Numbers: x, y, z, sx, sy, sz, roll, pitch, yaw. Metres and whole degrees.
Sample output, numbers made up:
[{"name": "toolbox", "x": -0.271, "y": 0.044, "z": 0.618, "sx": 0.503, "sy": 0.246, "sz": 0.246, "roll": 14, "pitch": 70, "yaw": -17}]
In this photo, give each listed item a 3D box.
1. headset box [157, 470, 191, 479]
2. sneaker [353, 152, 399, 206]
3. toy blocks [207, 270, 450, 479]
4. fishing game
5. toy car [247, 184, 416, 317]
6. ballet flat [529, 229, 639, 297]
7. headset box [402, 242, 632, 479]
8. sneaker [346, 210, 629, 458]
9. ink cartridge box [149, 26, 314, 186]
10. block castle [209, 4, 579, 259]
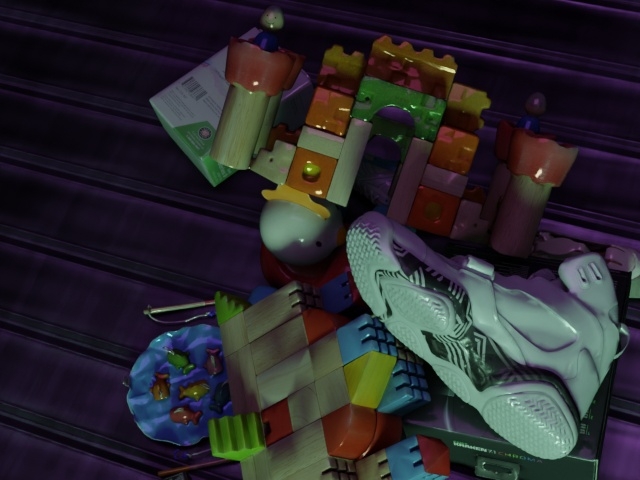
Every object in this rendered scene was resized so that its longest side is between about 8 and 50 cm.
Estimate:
[{"name": "headset box", "x": -0.194, "y": 0.356, "z": 1.589, "sx": 0.062, "sy": 0.032, "sz": 0.083, "roll": -20, "pitch": 59, "yaw": 0}, {"name": "sneaker", "x": 0.086, "y": -0.078, "z": 1.765, "sx": 0.191, "sy": 0.071, "sz": 0.083, "roll": 7, "pitch": 68, "yaw": 16}, {"name": "toy blocks", "x": 0.016, "y": 0.188, "z": 1.483, "sx": 0.261, "sy": 0.191, "sz": 0.381, "roll": -32, "pitch": 55, "yaw": 32}, {"name": "fishing game", "x": -0.184, "y": 0.195, "z": 1.677, "sx": 0.189, "sy": 0.041, "sz": 0.264, "roll": -8, "pitch": 59, "yaw": 4}, {"name": "toy car", "x": 0.000, "y": 0.000, "z": 1.636, "sx": 0.210, "sy": 0.238, "sz": 0.219, "roll": 18, "pitch": 66, "yaw": 20}, {"name": "ballet flat", "x": 0.376, "y": 0.030, "z": 1.642, "sx": 0.213, "sy": 0.068, "sz": 0.072, "roll": 10, "pitch": 63, "yaw": 16}, {"name": "headset box", "x": 0.255, "y": 0.170, "z": 1.549, "sx": 0.246, "sy": 0.131, "sz": 0.283, "roll": 8, "pitch": 63, "yaw": 15}, {"name": "sneaker", "x": 0.205, "y": 0.065, "z": 1.412, "sx": 0.366, "sy": 0.137, "sz": 0.210, "roll": 46, "pitch": 66, "yaw": -6}, {"name": "ink cartridge box", "x": -0.131, "y": -0.210, "z": 1.869, "sx": 0.212, "sy": 0.093, "sz": 0.154, "roll": -38, "pitch": 61, "yaw": -9}, {"name": "block castle", "x": 0.094, "y": -0.153, "z": 1.580, "sx": 0.453, "sy": 0.303, "sz": 0.213, "roll": 18, "pitch": 99, "yaw": 1}]
